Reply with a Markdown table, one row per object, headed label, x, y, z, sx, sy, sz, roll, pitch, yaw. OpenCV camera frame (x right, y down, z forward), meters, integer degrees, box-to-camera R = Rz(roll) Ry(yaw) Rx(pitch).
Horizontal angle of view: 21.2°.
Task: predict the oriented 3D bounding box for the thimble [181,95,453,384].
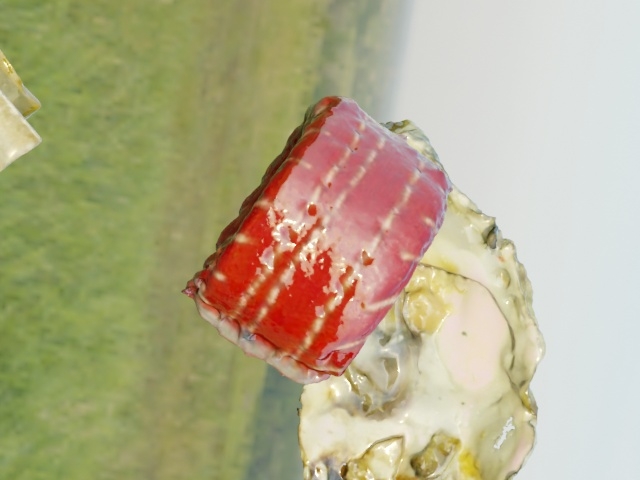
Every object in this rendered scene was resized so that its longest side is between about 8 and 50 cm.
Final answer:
| label | x | y | z | sx | sy | sz | roll | pitch | yaw |
| --- | --- | --- | --- | --- | --- | --- | --- | --- | --- |
| thimble | 0.004 | -0.006 | 1.226 | 0.189 | 0.125 | 0.163 | -59 | -175 | -35 |

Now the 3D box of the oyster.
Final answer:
| label | x | y | z | sx | sy | sz | roll | pitch | yaw |
| --- | --- | --- | --- | --- | --- | --- | --- | --- | --- |
| oyster | 0.087 | 0.077 | 1.424 | 0.107 | 0.201 | 0.354 | -21 | 112 | -81 |

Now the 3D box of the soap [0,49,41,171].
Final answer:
| label | x | y | z | sx | sy | sz | roll | pitch | yaw |
| --- | --- | --- | --- | --- | --- | --- | --- | --- | --- |
| soap | -0.339 | -0.161 | 1.228 | 0.143 | 0.281 | 0.259 | -39 | -158 | -10 |
